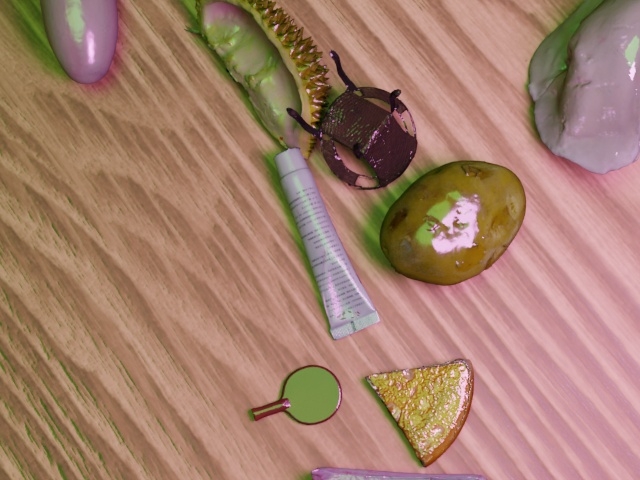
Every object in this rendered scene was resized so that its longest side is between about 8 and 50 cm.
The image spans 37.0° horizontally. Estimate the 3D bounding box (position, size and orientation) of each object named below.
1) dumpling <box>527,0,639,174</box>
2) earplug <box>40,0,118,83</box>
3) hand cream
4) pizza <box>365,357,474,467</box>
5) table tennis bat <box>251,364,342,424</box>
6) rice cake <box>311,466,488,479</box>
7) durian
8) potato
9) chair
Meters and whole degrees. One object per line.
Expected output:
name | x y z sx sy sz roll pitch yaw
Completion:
dumpling | 0.484 -0.276 1.554 0.212 0.270 0.320 43 61 -7
earplug | -0.437 -0.431 1.741 0.172 0.172 0.301 -11 82 6
hand cream | 0.000 0.000 1.618 0.085 0.058 0.331 -23 78 6
pizza | 0.153 0.267 1.548 0.176 0.036 0.184 11 81 12
table tennis bat | -0.040 0.264 1.586 0.155 0.019 0.098 -19 76 1
rice cake | 0.122 0.386 1.503 0.290 0.081 0.051 1 64 8
durian | -0.102 -0.322 1.664 0.169 0.157 0.355 -44 74 14
potato | 0.216 -0.029 1.554 0.253 0.148 0.186 -23 91 -6
chair | 0.071 -0.188 1.591 0.149 0.213 0.174 32 83 29
